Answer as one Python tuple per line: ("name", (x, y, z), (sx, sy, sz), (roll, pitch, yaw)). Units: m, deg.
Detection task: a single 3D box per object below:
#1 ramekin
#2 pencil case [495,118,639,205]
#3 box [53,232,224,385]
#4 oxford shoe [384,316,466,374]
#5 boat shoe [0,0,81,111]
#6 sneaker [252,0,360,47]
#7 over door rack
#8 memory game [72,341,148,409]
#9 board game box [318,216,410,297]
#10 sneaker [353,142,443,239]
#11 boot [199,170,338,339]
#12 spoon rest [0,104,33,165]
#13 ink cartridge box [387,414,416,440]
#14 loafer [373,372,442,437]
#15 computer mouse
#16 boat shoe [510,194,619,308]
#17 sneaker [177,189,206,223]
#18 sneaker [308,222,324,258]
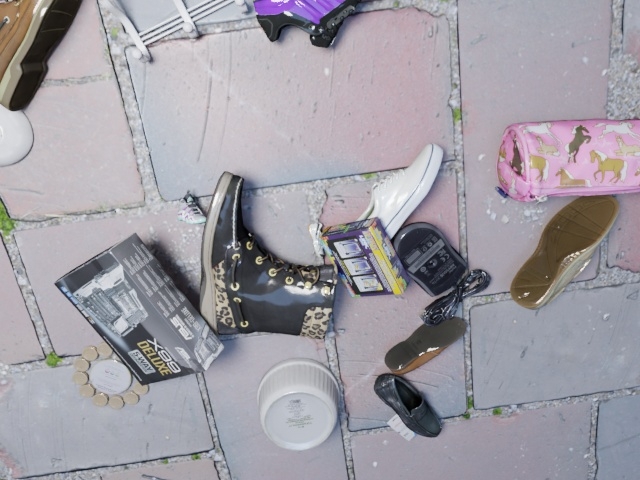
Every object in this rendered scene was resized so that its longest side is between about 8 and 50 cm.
("ramekin", (-0.053, 0.401, 1.067), (0.207, 0.109, 0.207), (-1, 107, -2))
("pencil case", (0.566, -0.163, 0.905), (0.386, 0.160, 0.167), (-3, 106, -3))
("box", (-0.383, 0.159, 0.941), (0.242, 0.076, 0.307), (-21, 109, 35))
("oxford shoe", (0.256, 0.255, 1.071), (0.212, 0.076, 0.076), (-30, 136, 4))
("boat shoe", (-0.544, -0.390, 0.804), (0.104, 0.111, 0.307), (35, 102, -13))
("sneaker", (0.020, -0.442, 0.831), (0.293, 0.102, 0.146), (-10, 111, 5))
("over door rack", (-0.306, -0.521, 0.780), (0.239, 0.108, 0.324), (-24, 106, 4))
("memory game", (-0.505, 0.328, 1.073), (0.186, 0.012, 0.186), (-1, 107, -3))
("board game box", (0.094, 0.040, 0.954), (0.141, 0.048, 0.170), (-10, 118, 40))
("sneaker", (0.157, -0.100, 0.936), (0.091, 0.094, 0.258), (30, 102, -12))
("boot", (-0.105, 0.053, 0.945), (0.284, 0.138, 0.378), (8, 110, -4))
("spoon rest", (-0.719, -0.191, 0.883), (0.276, 0.084, 0.137), (-25, 108, -9))
("ink cartridge box", (0.213, 0.471, 1.143), (0.083, 0.028, 0.048), (42, 100, -14))
("loafer", (0.227, 0.409, 1.093), (0.223, 0.076, 0.078), (44, 140, -12))
("computer mouse", (0.247, 0.057, 1.006), (0.188, 0.072, 0.272), (-39, 117, 6))
("boat shoe", (0.551, 0.030, 1.001), (0.098, 0.109, 0.302), (24, 103, -47))
("sneaker", (-0.271, -0.072, 0.930), (0.098, 0.038, 0.069), (11, 104, 40))
("sneaker", (0.000, 0.000, 0.990), (0.036, 0.032, 0.083), (-16, 107, 2))
